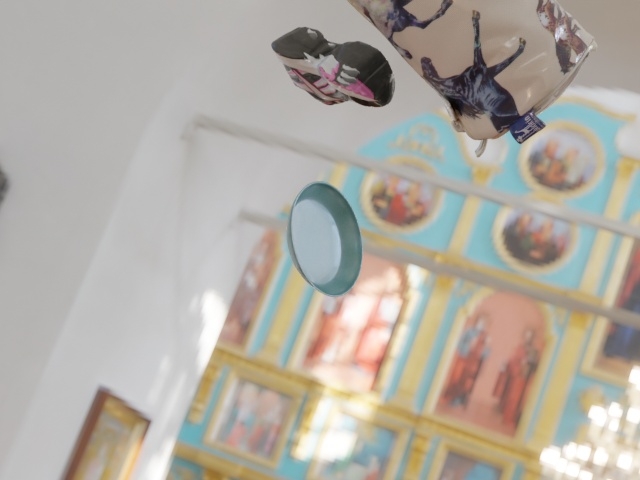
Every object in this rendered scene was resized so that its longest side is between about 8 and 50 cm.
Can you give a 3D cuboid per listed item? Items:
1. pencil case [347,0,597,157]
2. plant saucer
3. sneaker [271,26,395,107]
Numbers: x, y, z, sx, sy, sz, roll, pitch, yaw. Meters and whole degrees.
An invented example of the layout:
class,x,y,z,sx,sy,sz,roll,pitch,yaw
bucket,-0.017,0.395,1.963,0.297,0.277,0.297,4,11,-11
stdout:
class,x,y,z,sx,sy,sz,roll,pitch,yaw
pencil case,0.103,-0.283,1.615,0.410,0.183,0.160,42,2,-10
plant saucer,0.000,0.000,1.500,0.021,0.119,0.119,-12,-34,37
sneaker,0.024,-0.189,1.717,0.178,0.072,0.077,34,-24,42
